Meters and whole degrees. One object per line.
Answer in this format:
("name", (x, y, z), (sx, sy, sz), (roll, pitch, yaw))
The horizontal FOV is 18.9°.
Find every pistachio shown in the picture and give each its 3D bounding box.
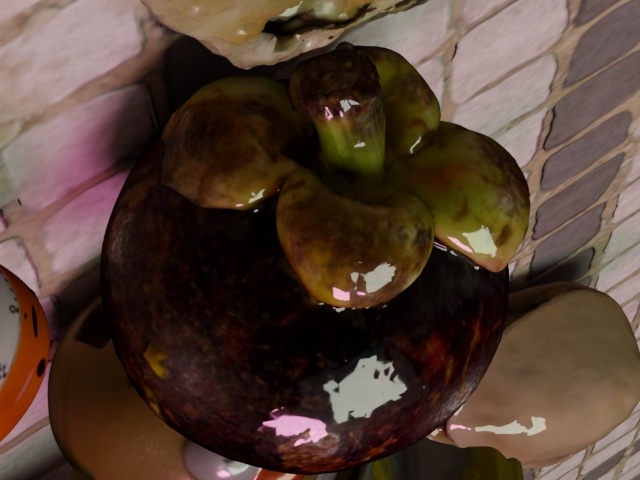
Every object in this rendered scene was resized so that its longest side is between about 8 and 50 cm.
("pistachio", (0.163, 0.109, 1.502), (0.223, 0.126, 0.152), (-14, 117, -38))

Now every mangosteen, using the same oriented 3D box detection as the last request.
("mangosteen", (0.000, 0.000, 0.864), (0.192, 0.192, 0.217), (-26, 159, -26))

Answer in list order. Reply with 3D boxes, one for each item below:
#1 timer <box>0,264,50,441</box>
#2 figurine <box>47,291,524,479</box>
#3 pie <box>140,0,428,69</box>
("timer", (-0.177, 0.061, 0.839), (0.136, 0.099, 0.136), (-18, 157, -8))
("figurine", (-0.033, 0.130, 1.050), (0.167, 0.285, 0.342), (-16, -143, 39))
("pie", (0.054, -0.186, 0.690), (0.339, 0.077, 0.339), (-31, 160, -13))
